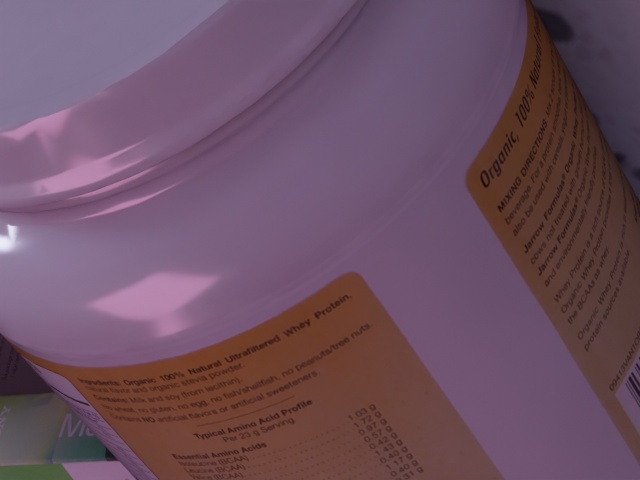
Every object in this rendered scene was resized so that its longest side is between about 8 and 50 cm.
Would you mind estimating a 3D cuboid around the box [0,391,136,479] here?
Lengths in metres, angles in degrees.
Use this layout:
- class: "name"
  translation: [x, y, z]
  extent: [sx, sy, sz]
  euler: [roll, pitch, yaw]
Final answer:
- class: "box"
  translation: [-0.017, 0.169, 1.076]
  extent: [0.322, 0.058, 0.232]
  euler: [-6, 136, 24]

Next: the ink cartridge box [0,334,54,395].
- class: "ink cartridge box"
  translation: [-0.276, 0.088, 1.149]
  extent: [0.231, 0.078, 0.134]
  euler: [21, 134, -16]

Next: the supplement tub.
- class: "supplement tub"
  translation: [0.000, 0.000, 0.703]
  extent: [0.228, 0.228, 0.316]
  euler: [2, 140, 40]
